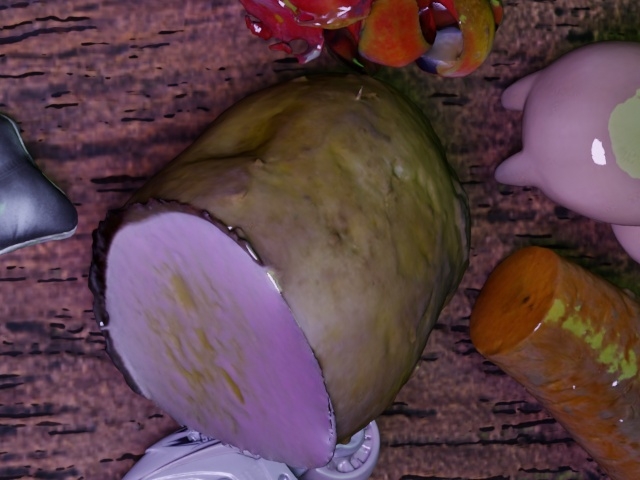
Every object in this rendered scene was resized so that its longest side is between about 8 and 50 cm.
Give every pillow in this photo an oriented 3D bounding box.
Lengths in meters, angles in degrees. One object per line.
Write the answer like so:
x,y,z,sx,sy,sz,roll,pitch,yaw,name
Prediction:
-0.221,-0.017,1.155,0.136,0.055,0.091,-31,107,-34,pillow

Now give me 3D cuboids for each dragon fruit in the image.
0.000,-0.223,1.219,0.227,0.243,0.307,-36,94,11,dragon fruit

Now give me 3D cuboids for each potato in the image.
0.000,0.000,1.237,0.266,0.229,0.229,-42,115,-37,potato

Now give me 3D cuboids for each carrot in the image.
0.248,0.126,1.462,0.302,0.139,0.138,36,70,-30,carrot

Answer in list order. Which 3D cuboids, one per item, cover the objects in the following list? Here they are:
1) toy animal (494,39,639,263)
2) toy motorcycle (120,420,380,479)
0.262,-0.065,1.453,0.250,0.154,0.166,19,71,-38,toy animal
-0.069,0.171,1.257,0.254,0.112,0.112,-34,110,-30,toy motorcycle
